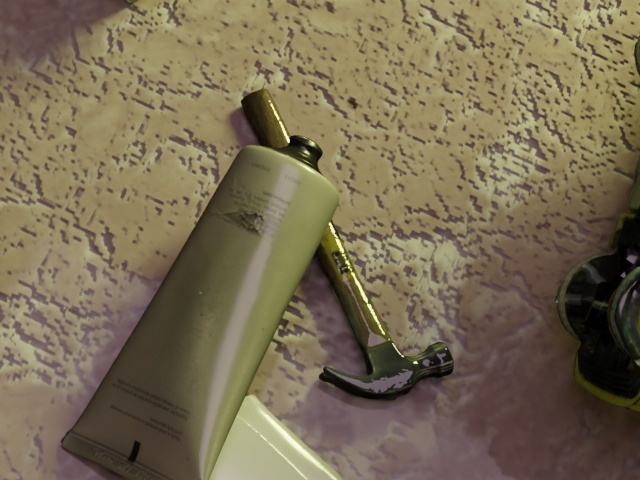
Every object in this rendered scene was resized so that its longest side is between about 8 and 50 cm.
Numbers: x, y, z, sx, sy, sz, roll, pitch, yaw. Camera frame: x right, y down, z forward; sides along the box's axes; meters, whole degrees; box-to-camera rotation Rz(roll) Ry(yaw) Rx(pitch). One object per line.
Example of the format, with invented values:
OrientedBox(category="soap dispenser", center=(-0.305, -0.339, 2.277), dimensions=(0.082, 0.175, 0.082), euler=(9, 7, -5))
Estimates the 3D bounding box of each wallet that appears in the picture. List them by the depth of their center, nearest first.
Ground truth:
OrientedBox(category="wallet", center=(-0.010, 0.132, 0.615), dimensions=(0.122, 0.025, 0.061), euler=(42, 64, 11))

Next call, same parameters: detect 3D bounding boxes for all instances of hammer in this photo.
OrientedBox(category="hammer", center=(0.000, 0.000, 0.673), dimensions=(0.062, 0.017, 0.182), euler=(-23, 70, -14))

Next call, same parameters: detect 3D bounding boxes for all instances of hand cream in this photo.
OrientedBox(category="hand cream", center=(-0.048, 0.030, 0.628), dimensions=(0.087, 0.054, 0.186), euler=(19, 73, 34))

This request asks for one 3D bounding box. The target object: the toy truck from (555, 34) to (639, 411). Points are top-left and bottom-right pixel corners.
OrientedBox(category="toy truck", center=(0.223, -0.040, 0.610), dimensions=(0.157, 0.124, 0.272), euler=(18, 90, -4))

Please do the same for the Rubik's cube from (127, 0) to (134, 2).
OrientedBox(category="Rubik's cube", center=(-0.097, -0.183, 0.706), dimensions=(0.075, 0.073, 0.084), euler=(30, 70, 6))
